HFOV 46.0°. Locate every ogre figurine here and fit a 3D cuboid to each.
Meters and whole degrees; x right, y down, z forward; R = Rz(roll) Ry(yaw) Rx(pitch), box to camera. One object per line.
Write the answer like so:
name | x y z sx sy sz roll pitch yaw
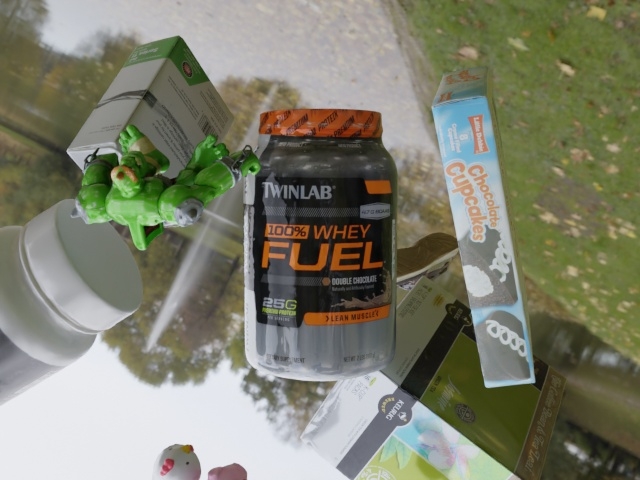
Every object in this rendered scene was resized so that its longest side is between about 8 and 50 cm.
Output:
ogre figurine | -0.171 -0.058 0.785 0.196 0.118 0.097 16 131 4

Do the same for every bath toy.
bath toy | -0.177 0.501 1.453 0.348 0.151 0.129 29 155 14

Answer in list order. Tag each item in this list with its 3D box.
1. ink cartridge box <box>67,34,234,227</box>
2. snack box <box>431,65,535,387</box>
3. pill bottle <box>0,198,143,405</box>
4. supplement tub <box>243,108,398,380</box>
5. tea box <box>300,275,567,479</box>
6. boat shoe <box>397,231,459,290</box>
ink cartridge box | -0.215 -0.140 0.991 0.086 0.209 0.153 -3 138 29
snack box | 0.189 -0.021 0.854 0.060 0.322 0.187 -9 -161 16
pill bottle | -0.432 0.107 1.004 0.204 0.361 0.204 55 -169 -17
supplement tub | 0.000 0.000 1.005 0.207 0.338 0.207 -1 -175 0
tea box | 0.202 0.283 1.268 0.323 0.220 0.329 36 -149 10
boat shoe | 0.200 0.065 1.645 0.285 0.093 0.102 -24 -142 -39
